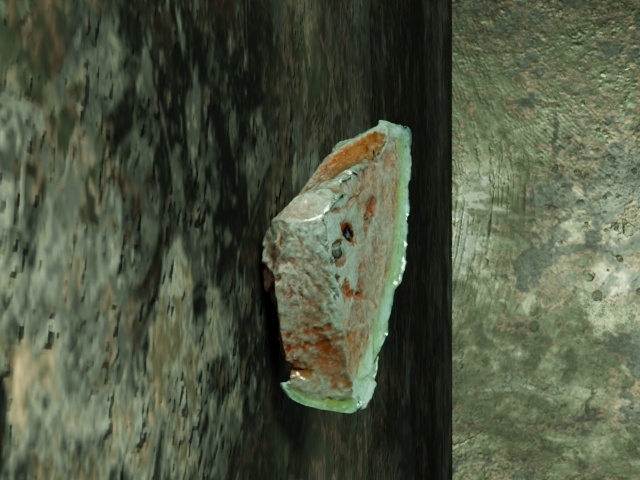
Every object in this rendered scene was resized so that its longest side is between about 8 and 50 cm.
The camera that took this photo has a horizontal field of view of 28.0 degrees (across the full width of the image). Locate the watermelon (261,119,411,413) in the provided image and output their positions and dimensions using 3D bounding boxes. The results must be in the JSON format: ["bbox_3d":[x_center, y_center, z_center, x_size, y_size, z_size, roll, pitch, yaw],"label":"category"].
[{"bbox_3d":[0.000,0.000,0.754,0.139,0.071,0.187,54,44,-63],"label":"watermelon"}]
